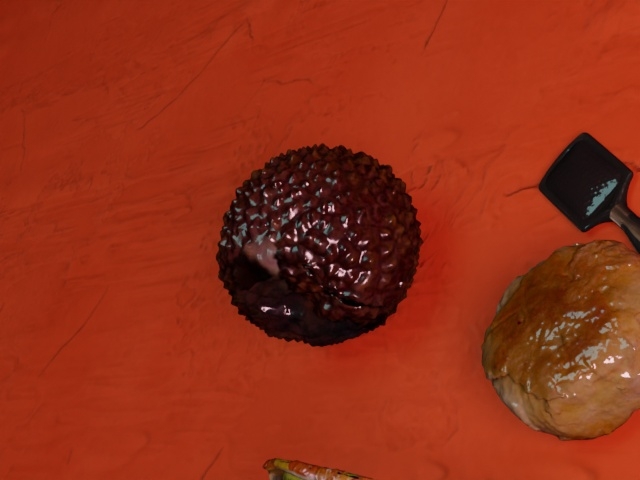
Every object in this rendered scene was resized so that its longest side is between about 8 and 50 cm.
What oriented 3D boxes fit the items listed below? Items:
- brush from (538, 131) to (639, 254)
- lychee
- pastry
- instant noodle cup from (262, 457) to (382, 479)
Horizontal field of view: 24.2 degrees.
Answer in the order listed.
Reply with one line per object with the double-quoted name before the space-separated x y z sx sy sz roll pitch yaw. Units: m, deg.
"brush" 0.226 -0.028 1.165 0.063 0.016 0.193 -53 31 11
"lychee" 0.000 0.000 1.320 0.188 0.188 0.188 -35 38 33
"pastry" 0.186 0.069 1.076 0.153 0.081 0.153 -39 32 30
"instant noodle cup" 0.073 0.264 0.930 0.264 0.264 0.200 -1 72 55
